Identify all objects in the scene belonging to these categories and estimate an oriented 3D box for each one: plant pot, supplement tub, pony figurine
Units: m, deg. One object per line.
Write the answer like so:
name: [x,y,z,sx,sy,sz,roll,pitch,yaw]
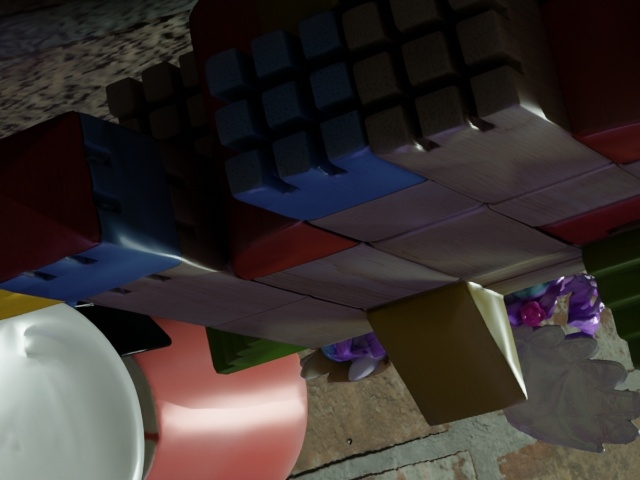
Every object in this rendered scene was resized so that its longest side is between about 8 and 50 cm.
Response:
plant pot: [-0.188,0.188,1.835,0.275,0.275,0.243,-20,170,29]
supplement tub: [-0.335,0.186,1.395,0.325,0.235,0.235,-18,175,35]
pony figurine: [0.188,0.048,1.708,0.351,0.302,0.363,-10,-163,46]

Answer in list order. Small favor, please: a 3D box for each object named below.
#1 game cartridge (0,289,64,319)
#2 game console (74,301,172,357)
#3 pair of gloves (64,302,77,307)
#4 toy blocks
game cartridge: [-0.117,-0.013,1.070,0.324,0.052,0.285,-18,175,-16]
game console: [-0.233,0.094,1.684,0.107,0.071,0.122,-20,174,32]
pair of gloves: [-0.188,0.034,1.457,0.198,0.023,0.159,-15,175,-14]
toy blocks: [0.054,-0.054,0.599,0.381,0.190,0.261,-18,164,23]
